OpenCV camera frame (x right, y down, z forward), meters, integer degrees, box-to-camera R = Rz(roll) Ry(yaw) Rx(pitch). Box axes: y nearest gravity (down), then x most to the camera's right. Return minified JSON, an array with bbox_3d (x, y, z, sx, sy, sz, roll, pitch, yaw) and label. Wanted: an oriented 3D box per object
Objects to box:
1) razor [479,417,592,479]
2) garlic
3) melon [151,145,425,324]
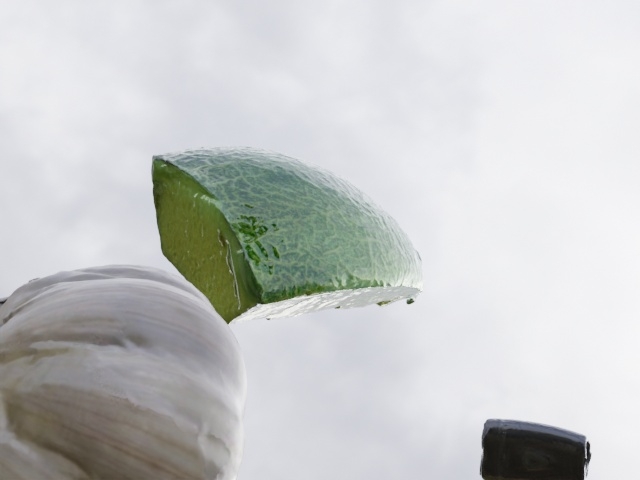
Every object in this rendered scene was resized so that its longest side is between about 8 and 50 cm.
[{"bbox_3d":[0.290,0.290,1.683,0.148,0.054,0.090,6,-75,16],"label":"razor"},{"bbox_3d":[-0.133,0.111,0.673,0.152,0.228,0.228,24,-35,-21],"label":"garlic"},{"bbox_3d":[0.000,0.000,1.200,0.196,0.323,0.124,54,-56,31],"label":"melon"}]
